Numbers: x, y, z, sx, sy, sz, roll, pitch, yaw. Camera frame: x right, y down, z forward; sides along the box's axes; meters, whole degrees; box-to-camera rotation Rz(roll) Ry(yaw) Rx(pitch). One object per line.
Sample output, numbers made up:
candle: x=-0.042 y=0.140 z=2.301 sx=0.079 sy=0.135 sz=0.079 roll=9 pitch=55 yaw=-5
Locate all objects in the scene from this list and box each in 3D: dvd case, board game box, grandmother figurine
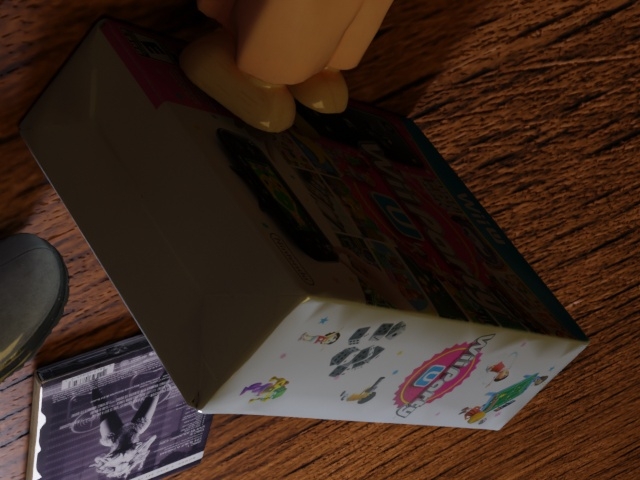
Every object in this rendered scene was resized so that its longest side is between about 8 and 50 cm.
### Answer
dvd case: x=-0.155 y=0.144 z=1.110 sx=0.164 sy=0.018 sz=0.221 roll=-18 pitch=147 yaw=-27
board game box: x=0.000 y=0.000 z=0.838 sx=0.097 sy=0.224 sz=0.303 roll=-48 pitch=148 yaw=20
grandmother figurine: x=0.043 y=-0.212 z=0.701 sx=0.342 sy=0.104 sz=0.208 roll=-56 pitch=171 yaw=30

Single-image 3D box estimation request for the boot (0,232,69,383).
boot: x=-0.272 y=0.042 z=0.786 sx=0.246 sy=0.083 sz=0.161 roll=-30 pitch=145 yaw=-9
